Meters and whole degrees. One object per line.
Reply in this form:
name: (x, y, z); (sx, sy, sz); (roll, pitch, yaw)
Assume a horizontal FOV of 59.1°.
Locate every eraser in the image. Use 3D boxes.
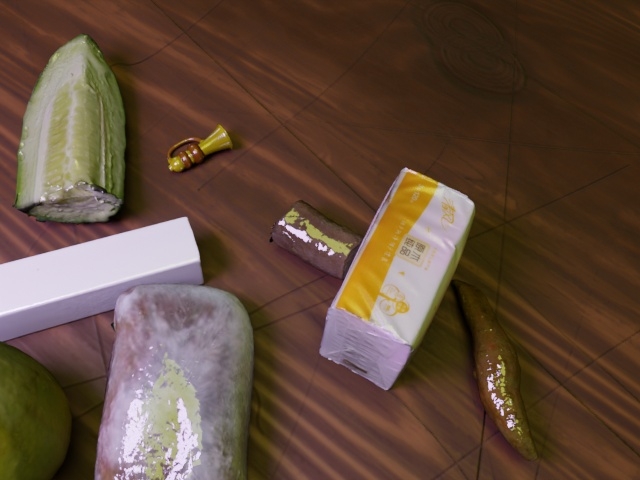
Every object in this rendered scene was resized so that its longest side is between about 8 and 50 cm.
eraser: (-0.315, 0.053, 0.772); (0.297, 0.078, 0.076); (-16, 64, -14)

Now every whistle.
whistle: (-0.205, -0.153, 0.923); (0.109, 0.046, 0.057); (-29, 82, -14)

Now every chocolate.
chocolate: (-0.167, 0.188, 0.680); (0.185, 0.100, 0.304); (4, 62, -15)

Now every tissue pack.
tissue pack: (0.101, 0.055, 0.755); (0.124, 0.185, 0.225); (26, 61, 8)

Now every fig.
fig: (-0.387, 0.200, 0.591); (0.207, 0.230, 0.207); (-4, 65, 8)

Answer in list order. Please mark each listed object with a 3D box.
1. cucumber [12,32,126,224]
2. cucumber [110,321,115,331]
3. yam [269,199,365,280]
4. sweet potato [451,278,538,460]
cucumber: (-0.379, -0.171, 0.883); (0.145, 0.105, 0.326); (-20, 61, 13)
cucumber: (-0.234, 0.105, 0.770); (0.048, 0.048, 0.105); (40, 60, 16)
yam: (-0.001, 0.000, 0.837); (0.127, 0.084, 0.084); (30, 62, 14)
sweet potato: (0.238, 0.164, 0.781); (0.067, 0.067, 0.274); (-5, 56, -9)
